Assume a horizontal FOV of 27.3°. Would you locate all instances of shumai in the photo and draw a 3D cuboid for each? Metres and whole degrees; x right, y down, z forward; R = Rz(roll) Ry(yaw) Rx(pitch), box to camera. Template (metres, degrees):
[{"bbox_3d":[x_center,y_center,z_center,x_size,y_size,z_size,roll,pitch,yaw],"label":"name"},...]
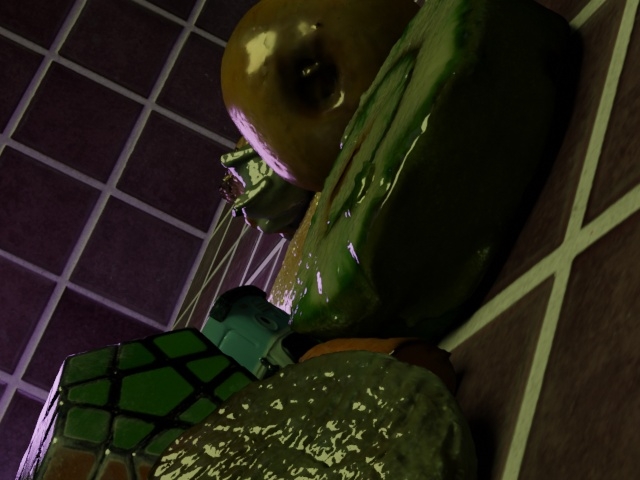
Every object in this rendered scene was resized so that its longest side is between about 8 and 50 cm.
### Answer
[{"bbox_3d":[0.013,0.218,0.976,0.272,0.203,0.222,-14,43,30],"label":"shumai"}]

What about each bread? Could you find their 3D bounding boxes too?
[{"bbox_3d":[0.092,-0.072,1.235,0.366,0.129,0.382,-62,9,13],"label":"bread"},{"bbox_3d":[0.000,0.000,1.794,0.316,0.054,0.316,-63,8,15],"label":"bread"}]

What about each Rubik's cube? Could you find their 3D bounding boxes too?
[{"bbox_3d":[-0.141,0.239,1.213,0.264,0.319,0.319,-44,6,-11],"label":"Rubik's cube"}]

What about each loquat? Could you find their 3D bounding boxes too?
[{"bbox_3d":[0.017,-0.191,1.623,0.275,0.275,0.275,-61,10,18],"label":"loquat"}]

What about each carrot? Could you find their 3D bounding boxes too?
[{"bbox_3d":[0.029,0.112,1.105,0.205,0.072,0.072,0,63,60],"label":"carrot"}]

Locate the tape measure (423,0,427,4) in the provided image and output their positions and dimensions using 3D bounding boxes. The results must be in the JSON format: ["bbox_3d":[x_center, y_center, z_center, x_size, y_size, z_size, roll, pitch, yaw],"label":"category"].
[{"bbox_3d":[0.174,-0.294,1.288,0.330,0.084,0.164,-38,17,22],"label":"tape measure"}]

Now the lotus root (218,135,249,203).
[{"bbox_3d":[-0.079,-0.155,2.382,0.169,0.141,0.314,-53,5,38],"label":"lotus root"}]

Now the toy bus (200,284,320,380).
[{"bbox_3d":[-0.095,0.199,1.404,0.271,0.165,0.133,-62,-13,11],"label":"toy bus"}]

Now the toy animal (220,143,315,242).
[{"bbox_3d":[-0.046,-0.057,1.964,0.251,0.127,0.125,40,-119,-60],"label":"toy animal"}]

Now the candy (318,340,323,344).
[{"bbox_3d":[-0.019,0.124,1.624,0.178,0.032,0.102,-59,14,22],"label":"candy"}]
